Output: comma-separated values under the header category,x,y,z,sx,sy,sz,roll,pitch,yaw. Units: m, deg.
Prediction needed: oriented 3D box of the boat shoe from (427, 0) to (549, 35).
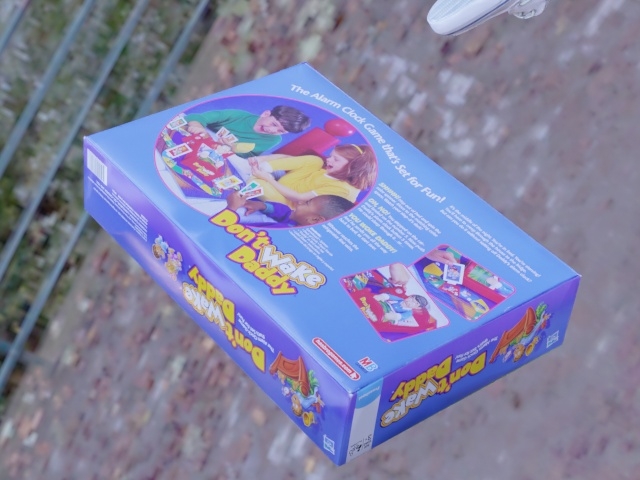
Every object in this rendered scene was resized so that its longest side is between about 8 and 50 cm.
category,x,y,z,sx,sy,sz,roll,pitch,yaw
boat shoe,0.233,-0.287,1.626,0.226,0.076,0.083,-32,30,13

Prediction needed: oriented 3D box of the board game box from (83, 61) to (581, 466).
category,x,y,z,sx,sy,sz,roll,pitch,yaw
board game box,0.000,0.000,1.150,0.347,0.233,0.078,42,141,35
